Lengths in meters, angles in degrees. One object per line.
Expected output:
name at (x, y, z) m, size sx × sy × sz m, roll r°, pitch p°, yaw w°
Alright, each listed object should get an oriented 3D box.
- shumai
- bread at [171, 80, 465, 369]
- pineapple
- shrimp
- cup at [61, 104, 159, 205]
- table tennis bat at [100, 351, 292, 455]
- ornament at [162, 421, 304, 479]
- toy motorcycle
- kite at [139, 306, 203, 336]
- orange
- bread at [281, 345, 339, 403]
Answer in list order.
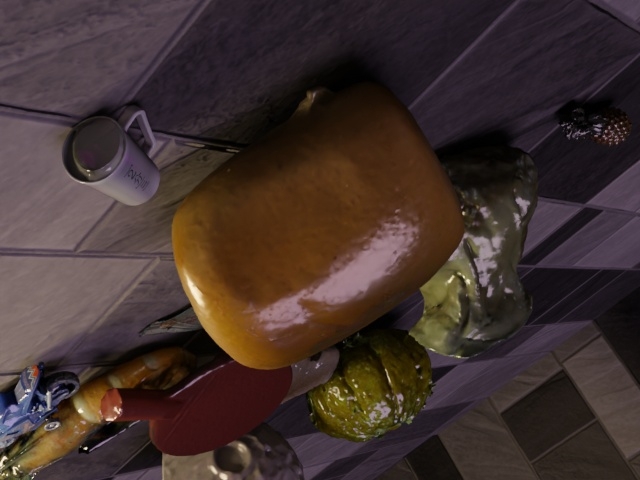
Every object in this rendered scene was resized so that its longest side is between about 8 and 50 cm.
shumai at (0.260, 0.026, 1.544) m, size 0.330 × 0.288 × 0.292 m, roll -31°, pitch 156°, yaw 6°
bread at (0.000, 0.000, 1.241) m, size 0.376 × 0.253 × 0.348 m, roll -29°, pitch 160°, yaw 2°
pineapple at (0.475, -0.205, 1.621) m, size 0.159 × 0.074 × 0.074 m, roll 0°, pitch 143°, yaw -40°
shrimp at (-0.409, 0.323, 1.636) m, size 0.445 × 0.085 × 0.272 m, roll -34°, pitch 162°, yaw -3°
cup at (-0.220, -0.096, 1.028) m, size 0.104 × 0.074 × 0.116 m, roll -59°, pitch 160°, yaw -5°
table tennis bat at (-0.207, 0.285, 1.622) m, size 0.415 × 0.051 × 0.268 m, roll 11°, pitch 122°, yaw -52°
ornament at (-0.186, 0.533, 1.964) m, size 0.337 × 0.337 × 0.337 m, roll -25°, pitch 156°, yaw -12°
toy motorcycle at (-0.470, 0.262, 1.443) m, size 0.205 × 0.076 × 0.114 m, roll -39°, pitch 148°, yaw 17°
kite at (-0.146, 0.082, 1.533) m, size 0.335 × 0.011 × 0.314 m, roll -29°, pitch 156°, yaw -5°
orange at (0.106, 0.332, 2.054) m, size 0.301 × 0.223 × 0.300 m, roll -41°, pitch 158°, yaw 33°
bread at (-0.118, 0.273, 1.833) m, size 0.337 × 0.102 × 0.183 m, roll -26°, pitch 157°, yaw -13°
